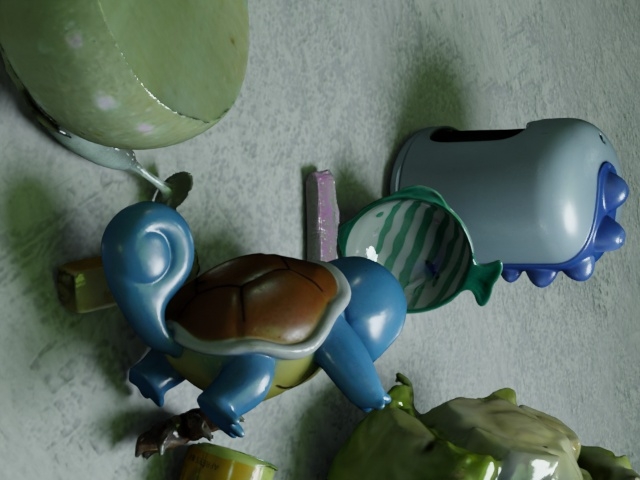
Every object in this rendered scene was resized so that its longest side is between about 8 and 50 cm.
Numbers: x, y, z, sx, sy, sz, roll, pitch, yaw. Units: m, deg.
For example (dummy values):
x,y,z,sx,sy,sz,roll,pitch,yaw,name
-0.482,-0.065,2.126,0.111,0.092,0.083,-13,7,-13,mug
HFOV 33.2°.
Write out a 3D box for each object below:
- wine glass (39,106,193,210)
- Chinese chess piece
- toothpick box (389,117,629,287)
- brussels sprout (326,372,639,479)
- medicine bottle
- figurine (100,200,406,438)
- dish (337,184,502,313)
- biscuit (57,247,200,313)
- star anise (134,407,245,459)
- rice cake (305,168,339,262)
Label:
x,y,z,sx,sy,sz,roll,pitch,yaw,name
-0.236,-0.104,1.248,0.198,0.066,0.066,39,61,-43,wine glass
-0.211,-0.270,1.151,0.349,0.146,0.349,-8,90,-66,Chinese chess piece
0.310,-0.058,1.668,0.263,0.355,0.263,1,88,-50,toothpick box
0.218,0.419,1.524,0.342,0.425,0.361,-12,120,-61,brussels sprout
-0.139,0.374,1.316,0.124,0.124,0.239,35,65,-44,medicine bottle
-0.087,0.109,1.270,0.416,0.298,0.243,15,78,-36,figurine
0.147,0.013,1.615,0.078,0.246,0.224,-70,179,-64,dish
-0.224,0.043,1.270,0.188,0.052,0.056,-12,110,-47,biscuit
-0.163,0.228,1.294,0.141,0.141,0.042,-16,83,-49,star anise
0.000,0.000,1.547,0.047,0.036,0.206,4,86,-60,rice cake
